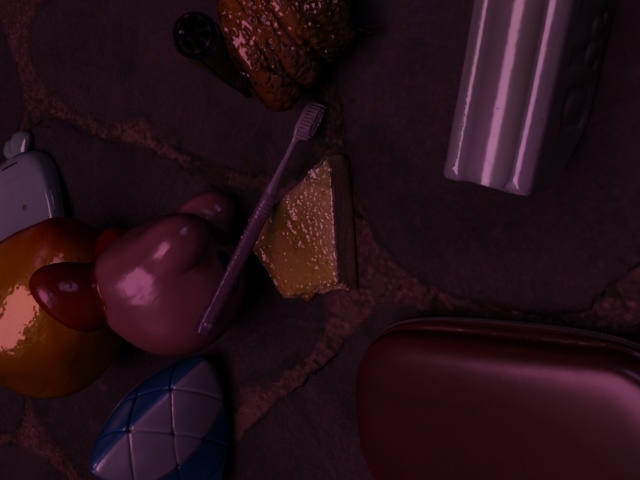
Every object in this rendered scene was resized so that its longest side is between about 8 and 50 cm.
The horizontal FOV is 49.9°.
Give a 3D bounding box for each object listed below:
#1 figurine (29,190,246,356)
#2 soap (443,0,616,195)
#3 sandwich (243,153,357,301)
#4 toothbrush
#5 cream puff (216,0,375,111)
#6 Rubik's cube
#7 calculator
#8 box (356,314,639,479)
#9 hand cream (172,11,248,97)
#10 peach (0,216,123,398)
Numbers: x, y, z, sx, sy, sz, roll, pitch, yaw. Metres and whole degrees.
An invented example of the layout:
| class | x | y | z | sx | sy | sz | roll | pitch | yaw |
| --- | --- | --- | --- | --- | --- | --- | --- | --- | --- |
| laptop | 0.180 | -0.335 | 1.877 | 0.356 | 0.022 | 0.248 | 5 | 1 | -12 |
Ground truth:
| class | x | y | z | sx | sy | sz | roll | pitch | yaw |
| --- | --- | --- | --- | --- | --- | --- | --- | --- | --- |
| figurine | -0.232 | 0.069 | 1.031 | 0.261 | 0.270 | 0.211 | -20 | 103 | 14 |
| soap | 0.216 | -0.200 | 0.667 | 0.095 | 0.172 | 0.290 | 18 | 111 | 32 |
| sandwich | 0.000 | 0.000 | 0.951 | 0.193 | 0.058 | 0.162 | -41 | 77 | 34 |
| toothbrush | -0.080 | -0.029 | 0.931 | 0.029 | 0.024 | 0.354 | 27 | 90 | 49 |
| cream puff | -0.023 | -0.269 | 0.856 | 0.169 | 0.183 | 0.183 | -20 | 89 | 12 |
| Rubik's cube | -0.257 | 0.280 | 1.171 | 0.254 | 0.254 | 0.255 | 9 | 106 | 35 |
| calculator | -0.576 | -0.070 | 1.347 | 0.184 | 0.042 | 0.295 | -19 | 81 | 29 |
| box | 0.223 | 0.220 | 0.801 | 0.403 | 0.108 | 0.263 | 2 | 102 | 36 |
| hand cream | -0.133 | -0.246 | 0.896 | 0.055 | 0.235 | 0.086 | -15 | 90 | 9 |
| peach | -0.464 | 0.116 | 1.194 | 0.289 | 0.289 | 0.308 | 39 | 88 | 23 |
